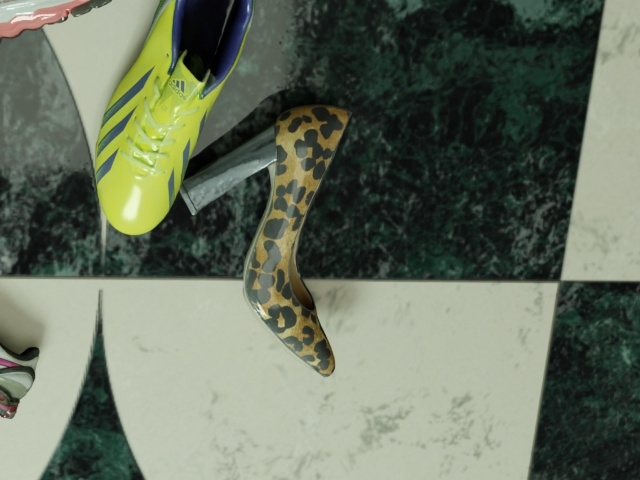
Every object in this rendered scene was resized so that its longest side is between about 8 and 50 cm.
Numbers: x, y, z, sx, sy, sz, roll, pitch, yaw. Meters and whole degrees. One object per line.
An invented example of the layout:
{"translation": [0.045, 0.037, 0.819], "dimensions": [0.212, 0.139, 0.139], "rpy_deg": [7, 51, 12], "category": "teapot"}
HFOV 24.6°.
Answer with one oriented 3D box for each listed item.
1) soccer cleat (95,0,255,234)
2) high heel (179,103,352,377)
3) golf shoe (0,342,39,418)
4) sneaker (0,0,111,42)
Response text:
{"translation": [-0.141, -0.134, 1.376], "dimensions": [0.093, 0.121, 0.289], "rpy_deg": [19, 104, -19], "category": "soccer cleat"}
{"translation": [0.000, 0.000, 1.473], "dimensions": [0.186, 0.093, 0.261], "rpy_deg": [-30, 105, 6], "category": "high heel"}
{"translation": [-0.367, 0.100, 1.448], "dimensions": [0.186, 0.067, 0.086], "rpy_deg": [33, 73, -22], "category": "golf shoe"}
{"translation": [-0.278, -0.253, 1.304], "dimensions": [0.313, 0.116, 0.136], "rpy_deg": [-25, 112, -4], "category": "sneaker"}
